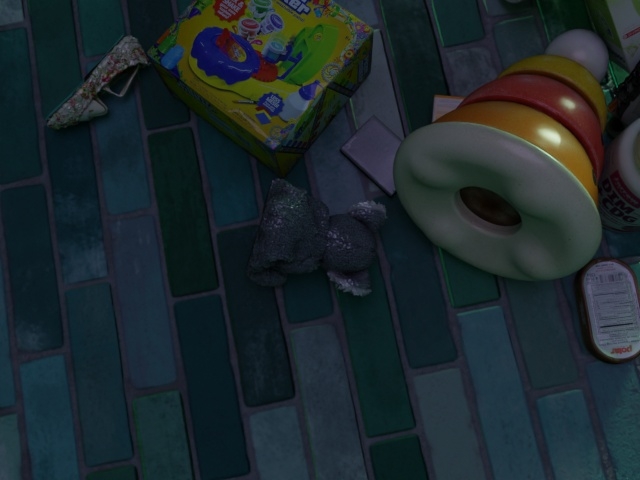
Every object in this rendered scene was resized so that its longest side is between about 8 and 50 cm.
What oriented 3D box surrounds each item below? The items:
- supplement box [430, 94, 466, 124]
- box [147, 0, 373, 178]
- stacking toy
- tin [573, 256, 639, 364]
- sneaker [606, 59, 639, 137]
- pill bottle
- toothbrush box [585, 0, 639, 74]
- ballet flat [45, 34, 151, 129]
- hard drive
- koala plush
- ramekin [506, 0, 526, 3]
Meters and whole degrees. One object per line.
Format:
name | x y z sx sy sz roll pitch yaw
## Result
supplement box | 0.239 -0.219 1.298 0.062 0.036 0.099 6 79 4
box | -0.101 -0.324 1.267 0.290 0.177 0.279 37 82 9
stacking toy | 0.374 -0.204 1.186 0.350 0.351 0.480 31 67 8
tin | 0.511 0.122 1.218 0.106 0.040 0.190 -8 78 6
sneaker | 0.555 -0.254 1.178 0.107 0.272 0.100 0 61 13
pill bottle | 0.547 -0.116 1.137 0.160 0.283 0.161 -1 78 3
toothbrush box | 0.560 -0.462 1.169 0.206 0.122 0.283 -28 123 13
ballet flat | -0.421 -0.290 1.326 0.077 0.091 0.241 42 87 -13
hard drive | 0.115 -0.158 1.300 0.135 0.022 0.094 44 84 10
koala plush | 0.000 0.000 1.202 0.221 0.203 0.196 17 80 -6
ramekin | 0.396 -0.555 1.279 0.109 0.207 0.207 -16 78 -11
